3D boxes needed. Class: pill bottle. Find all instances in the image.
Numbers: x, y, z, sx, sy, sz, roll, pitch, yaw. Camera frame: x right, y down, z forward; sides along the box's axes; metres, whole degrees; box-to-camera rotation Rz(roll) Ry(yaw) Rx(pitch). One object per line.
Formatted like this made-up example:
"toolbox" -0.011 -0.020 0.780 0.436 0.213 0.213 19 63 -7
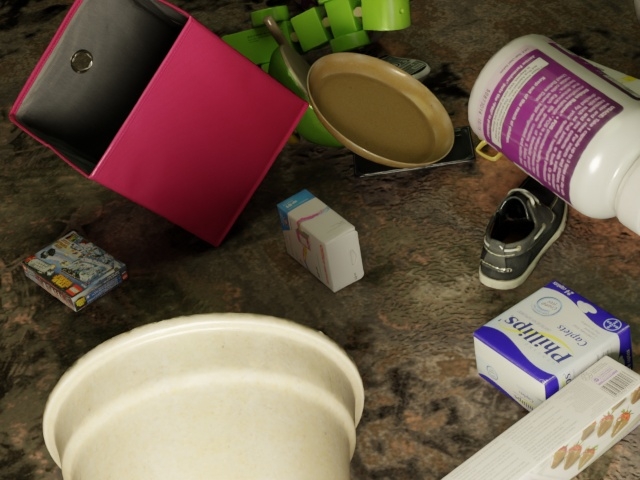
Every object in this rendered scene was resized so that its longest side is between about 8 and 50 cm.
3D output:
"pill bottle" 0.349 -0.133 1.719 0.169 0.169 0.301 -30 50 -22

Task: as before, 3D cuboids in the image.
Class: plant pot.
"plant pot" 0.083 -0.185 1.915 0.236 0.032 0.236 18 40 -16
"plant pot" -0.096 0.291 1.265 0.334 0.333 0.305 -12 49 0

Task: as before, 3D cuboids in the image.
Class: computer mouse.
"computer mouse" 0.099 -0.271 2.132 0.106 0.042 0.193 -31 35 -31

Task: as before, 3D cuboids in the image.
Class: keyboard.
"keyboard" 0.138 -0.136 1.961 0.180 0.023 0.108 -8 44 5

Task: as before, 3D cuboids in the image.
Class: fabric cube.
"fabric cube" -0.229 -0.188 1.856 0.259 0.258 0.254 34 93 44

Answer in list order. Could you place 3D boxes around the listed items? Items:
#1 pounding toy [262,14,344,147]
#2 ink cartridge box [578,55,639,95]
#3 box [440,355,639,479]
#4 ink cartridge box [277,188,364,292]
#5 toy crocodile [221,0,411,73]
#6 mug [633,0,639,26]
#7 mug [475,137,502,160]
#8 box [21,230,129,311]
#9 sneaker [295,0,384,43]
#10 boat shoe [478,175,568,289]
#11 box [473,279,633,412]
"pounding toy" -0.050 -0.210 2.017 0.110 0.183 0.237 -36 37 13
"ink cartridge box" 0.411 -0.175 1.887 0.134 0.078 0.231 -33 42 -24
"box" 0.224 0.240 1.413 0.324 0.063 0.067 -33 40 -25
"ink cartridge box" 0.000 0.000 1.765 0.052 0.088 0.122 -29 40 -22
"toy crocodile" -0.013 -0.348 2.171 0.341 0.115 0.105 -15 4 28
"mug" 0.619 -0.384 1.862 0.276 0.374 0.328 -18 27 -25
"mug" 0.272 -0.155 1.930 0.064 0.078 0.062 33 23 33
"box" -0.348 0.042 1.859 0.094 0.027 0.137 -33 42 -28
"sneaker" 0.053 -0.443 2.303 0.152 0.114 0.305 -24 39 -13
"boat shoe" 0.274 -0.032 1.742 0.084 0.079 0.233 9 39 26
"box" 0.272 0.129 1.536 0.137 0.072 0.126 -31 40 -22
